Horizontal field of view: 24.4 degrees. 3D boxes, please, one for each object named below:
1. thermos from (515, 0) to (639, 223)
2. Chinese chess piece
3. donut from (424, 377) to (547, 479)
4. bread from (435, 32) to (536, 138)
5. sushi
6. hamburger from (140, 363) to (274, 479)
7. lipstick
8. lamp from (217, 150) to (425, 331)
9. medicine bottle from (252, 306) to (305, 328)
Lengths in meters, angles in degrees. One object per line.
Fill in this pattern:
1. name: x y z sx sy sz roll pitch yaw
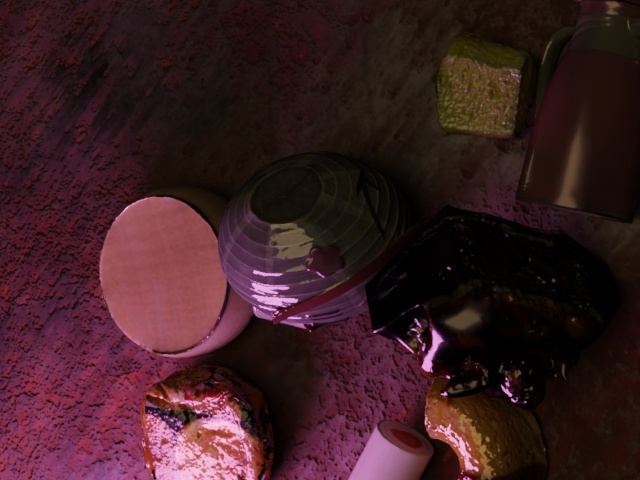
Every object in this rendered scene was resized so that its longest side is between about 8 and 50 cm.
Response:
1. thermos: 0.328 -0.165 1.821 0.176 0.146 0.265 11 91 53
2. Chinese chess piece: -0.201 0.045 2.131 0.250 0.103 0.250 2 95 29
3. donut: 0.204 0.308 1.922 0.151 0.112 0.295 5 96 31
4. bread: 0.211 -0.195 1.888 0.114 0.111 0.129 14 118 23
5. sushi: 0.217 0.094 1.800 0.227 0.212 0.215 33 114 -25
6. hamburger: -0.157 0.288 2.122 0.231 0.107 0.231 3 97 25
7. lipstick: 0.047 0.404 2.026 0.087 0.087 0.327 32 108 23
8. lamp: 0.000 0.000 1.955 0.265 0.233 0.233 -28 79 9
9. medicine bottle: -0.045 0.089 2.073 0.089 0.057 0.057 12 99 28
